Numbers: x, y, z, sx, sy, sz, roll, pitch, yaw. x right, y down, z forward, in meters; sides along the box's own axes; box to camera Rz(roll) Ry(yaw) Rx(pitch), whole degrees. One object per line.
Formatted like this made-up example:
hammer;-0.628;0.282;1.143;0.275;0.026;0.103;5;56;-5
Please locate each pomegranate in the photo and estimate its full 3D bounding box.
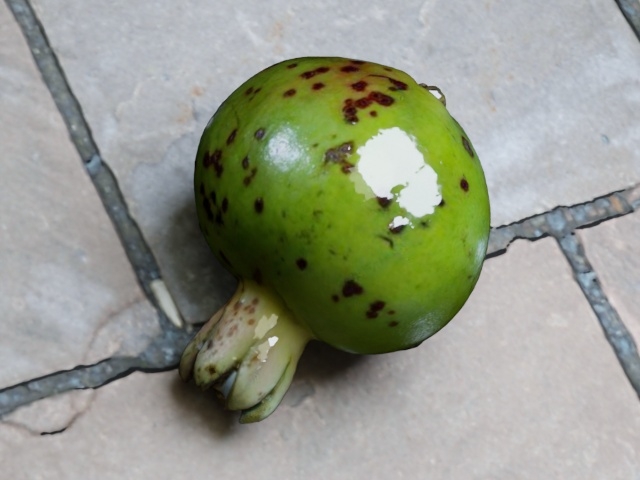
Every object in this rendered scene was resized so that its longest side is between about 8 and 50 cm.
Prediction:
pomegranate;0.000;0.000;1.232;0.202;0.202;0.248;38;84;4
